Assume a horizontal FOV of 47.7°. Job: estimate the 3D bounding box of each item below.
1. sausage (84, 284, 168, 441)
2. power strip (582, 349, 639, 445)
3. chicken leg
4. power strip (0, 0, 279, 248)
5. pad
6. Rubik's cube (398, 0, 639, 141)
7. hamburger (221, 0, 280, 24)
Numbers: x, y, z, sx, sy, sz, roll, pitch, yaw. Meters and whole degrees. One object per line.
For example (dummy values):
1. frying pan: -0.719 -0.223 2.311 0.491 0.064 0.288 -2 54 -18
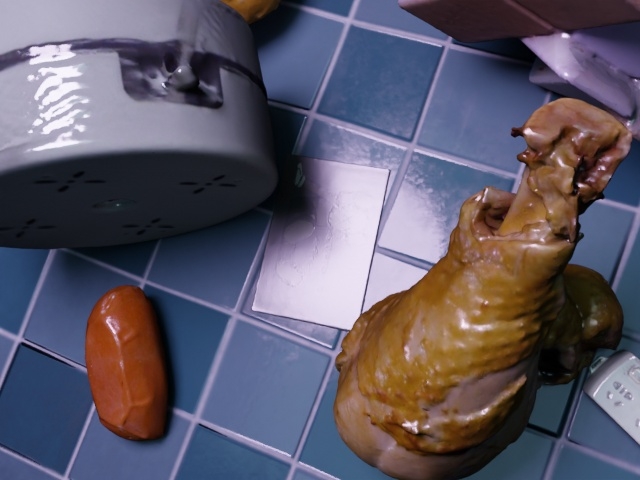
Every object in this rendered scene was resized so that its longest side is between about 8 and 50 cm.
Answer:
1. sausage: -0.216 0.140 0.810 0.089 0.089 0.179 -10 87 12
2. power strip: 0.357 0.207 0.685 0.060 0.027 0.253 -45 73 2
3. chicken leg: 0.173 0.052 0.641 0.295 0.409 0.182 -7 44 -22
4. power strip: -0.207 -0.110 0.715 0.357 0.357 0.161 -12 79 11
5. pad: 0.000 0.000 0.824 0.127 0.004 0.190 10 83 15
6. Rubik's cube: 0.280 -0.293 0.638 0.358 0.368 0.387 24 59 -24
7. hamburger: -0.186 -0.351 0.785 0.318 0.318 0.158 -57 30 -1
